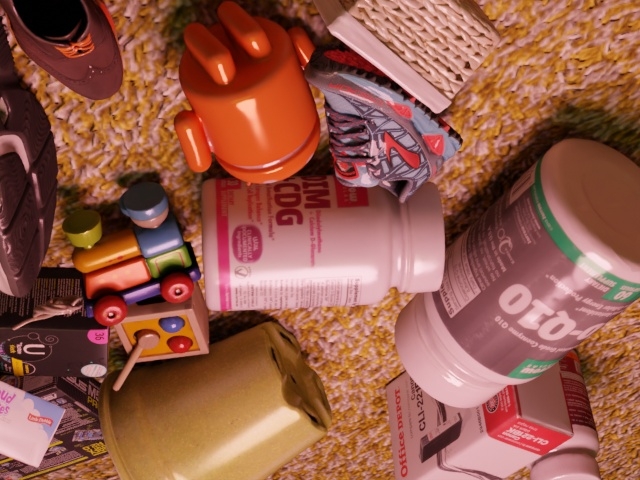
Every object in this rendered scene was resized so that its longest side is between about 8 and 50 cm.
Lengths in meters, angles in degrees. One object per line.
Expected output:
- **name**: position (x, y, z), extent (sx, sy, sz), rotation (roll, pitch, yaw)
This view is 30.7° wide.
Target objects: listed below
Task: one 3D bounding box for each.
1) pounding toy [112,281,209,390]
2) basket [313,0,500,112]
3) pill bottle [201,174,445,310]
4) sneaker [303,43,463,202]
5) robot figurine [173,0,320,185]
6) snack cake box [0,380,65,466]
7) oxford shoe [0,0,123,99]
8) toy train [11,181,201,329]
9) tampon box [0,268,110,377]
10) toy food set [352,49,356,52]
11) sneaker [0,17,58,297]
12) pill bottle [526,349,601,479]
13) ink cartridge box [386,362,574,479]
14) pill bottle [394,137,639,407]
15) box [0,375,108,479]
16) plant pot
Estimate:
- **pounding toy**: position (-0.229, 0.122, 1.589), extent (0.141, 0.100, 0.130), rotation (-8, 142, 3)
- **basket**: position (0.084, -0.226, 1.152), extent (0.167, 0.113, 0.103), rotation (32, 113, -35)
- **pill bottle**: position (0.000, 0.000, 1.409), extent (0.283, 0.160, 0.160), rotation (-2, 142, -4)
- **sneaker**: position (0.058, -0.112, 1.256), extent (0.125, 0.104, 0.262), rotation (-54, 141, 5)
- **robot figurine**: position (-0.070, -0.149, 1.239), extent (0.128, 0.158, 0.219), rotation (6, 146, 21)
- **snack cake box**: position (-0.492, 0.221, 1.595), extent (0.264, 0.089, 0.152), rotation (7, 158, 46)
- **oxford shoe**: position (-0.257, -0.207, 1.140), extent (0.096, 0.098, 0.271), rotation (-30, 149, 0)
- **toy train**: position (-0.283, 0.025, 1.433), extent (0.248, 0.105, 0.143), rotation (-19, 131, -6)
- **tampon box**: position (-0.362, 0.111, 1.559), extent (0.160, 0.101, 0.120), rotation (2, 142, -8)
- **toy food set**: position (0.071, -0.216, 1.253), extent (0.082, 0.020, 0.083), rotation (-21, 140, 20)
- **sneaker**: position (-0.446, -0.113, 1.255), extent (0.257, 0.169, 0.448), rotation (6, 141, 7)
- **pill bottle**: position (0.350, 0.274, 1.751), extent (0.121, 0.221, 0.121), rotation (-3, 142, -2)
- **ink cartridge box**: position (0.226, 0.251, 1.728), extent (0.114, 0.197, 0.273), rotation (21, 135, -28)
- **pill bottle**: position (0.260, 0.054, 1.474), extent (0.204, 0.204, 0.361), rotation (16, 138, -25)
- **box**: position (-0.450, 0.286, 1.810), extent (0.270, 0.060, 0.216), rotation (-21, 140, 20)
- **plant pot**: position (-0.133, 0.251, 1.668), extent (0.253, 0.276, 0.276), rotation (-31, 137, 12)
